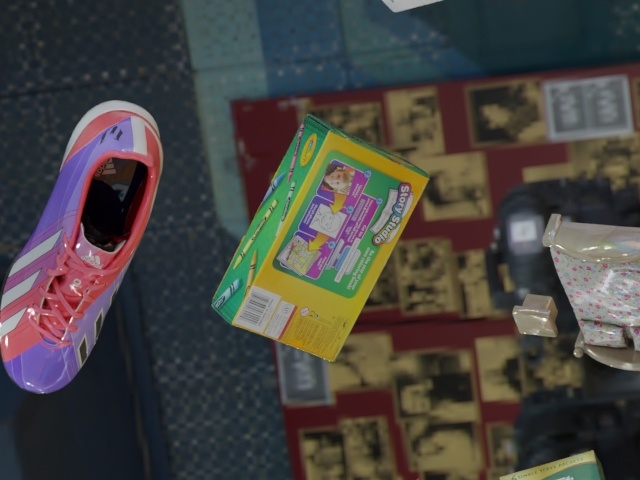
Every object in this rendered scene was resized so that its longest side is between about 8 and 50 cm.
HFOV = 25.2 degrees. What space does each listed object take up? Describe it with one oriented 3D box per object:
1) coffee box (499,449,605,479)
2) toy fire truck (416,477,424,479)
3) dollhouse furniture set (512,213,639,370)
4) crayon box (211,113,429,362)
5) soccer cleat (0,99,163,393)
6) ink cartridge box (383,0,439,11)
[{"bbox_3d":[0.257,0.319,1.505,0.040,0.113,0.184,55,-157,-45],"label":"coffee box"},{"bbox_3d":[0.112,0.309,1.244,0.047,0.135,0.192,44,175,-41],"label":"toy fire truck"},{"bbox_3d":[0.323,0.070,1.516,0.173,0.356,0.303,-64,-37,-32],"label":"dollhouse furniture set"},{"bbox_3d":[0.000,0.000,1.831,0.278,0.165,0.081,-63,31,6],"label":"crayon box"},{"bbox_3d":[-0.235,0.023,1.384,0.318,0.109,0.116,-66,21,17],"label":"soccer cleat"},{"bbox_3d":[0.190,-0.405,1.686,0.117,0.278,0.201,41,-125,-38],"label":"ink cartridge box"}]
